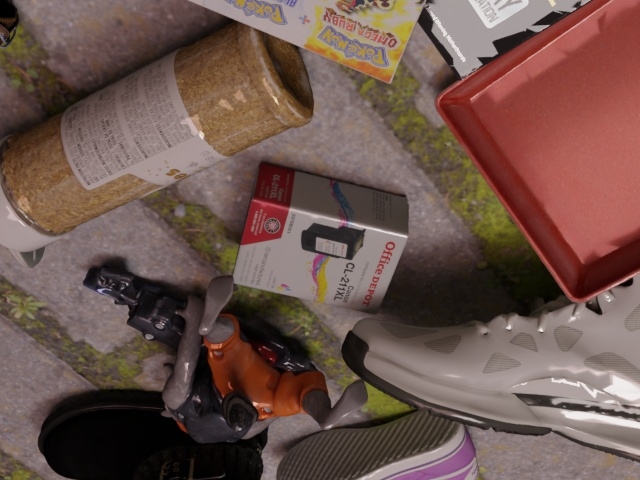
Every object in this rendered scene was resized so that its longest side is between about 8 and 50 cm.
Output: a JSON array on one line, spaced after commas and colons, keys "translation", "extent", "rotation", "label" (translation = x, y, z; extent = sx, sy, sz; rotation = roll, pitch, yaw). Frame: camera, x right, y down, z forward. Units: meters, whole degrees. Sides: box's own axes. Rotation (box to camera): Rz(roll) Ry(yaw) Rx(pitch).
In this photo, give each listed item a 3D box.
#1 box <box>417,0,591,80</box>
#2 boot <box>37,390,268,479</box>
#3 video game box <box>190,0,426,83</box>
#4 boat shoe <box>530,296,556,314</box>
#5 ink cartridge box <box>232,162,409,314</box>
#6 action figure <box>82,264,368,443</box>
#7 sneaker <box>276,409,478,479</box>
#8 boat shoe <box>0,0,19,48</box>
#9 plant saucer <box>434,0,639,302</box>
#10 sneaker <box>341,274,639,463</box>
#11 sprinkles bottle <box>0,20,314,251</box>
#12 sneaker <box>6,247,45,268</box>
[{"translation": [0.133, -0.317, 0.665], "extent": [0.242, 0.076, 0.307], "rotation": [-29, 121, 25], "label": "box"}, {"translation": [-0.235, 0.332, 1.088], "extent": [0.348, 0.260, 0.131], "rotation": [-6, 128, 8], "label": "boot"}, {"translation": [-0.003, -0.242, 0.666], "extent": [0.205, 0.048, 0.187], "rotation": [22, 143, 0], "label": "video game box"}, {"translation": [0.276, 0.124, 1.030], "extent": [0.038, 0.046, 0.125], "rotation": [6, 120, 4], "label": "boat shoe"}, {"translation": [0.000, 0.000, 0.929], "extent": [0.175, 0.072, 0.127], "rotation": [13, 128, -6], "label": "ink cartridge box"}, {"translation": [-0.141, 0.154, 0.977], "extent": [0.341, 0.178, 0.330], "rotation": [27, 151, -11], "label": "action figure"}, {"translation": [0.088, 0.343, 1.182], "extent": [0.282, 0.102, 0.161], "rotation": [-15, 129, 15], "label": "sneaker"}, {"translation": [-0.326, -0.212, 0.786], "extent": [0.066, 0.066, 0.183], "rotation": [16, 128, -10], "label": "boat shoe"}, {"translation": [0.286, -0.106, 0.791], "extent": [0.259, 0.048, 0.258], "rotation": [-34, 94, 28], "label": "plant saucer"}, {"translation": [0.261, 0.086, 0.932], "extent": [0.447, 0.169, 0.257], "rotation": [13, 93, 1], "label": "sneaker"}, {"translation": [-0.185, -0.103, 0.829], "extent": [0.355, 0.121, 0.121], "rotation": [-22, 124, 20], "label": "sprinkles bottle"}, {"translation": [-0.366, -0.033, 0.947], "extent": [0.061, 0.054, 0.152], "rotation": [-1, 127, 24], "label": "sneaker"}]
